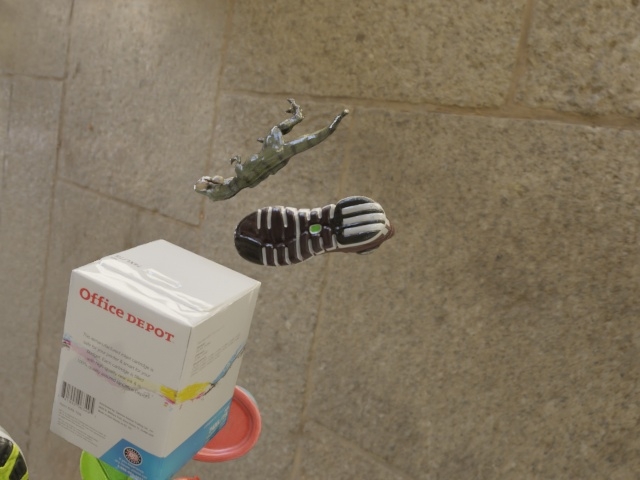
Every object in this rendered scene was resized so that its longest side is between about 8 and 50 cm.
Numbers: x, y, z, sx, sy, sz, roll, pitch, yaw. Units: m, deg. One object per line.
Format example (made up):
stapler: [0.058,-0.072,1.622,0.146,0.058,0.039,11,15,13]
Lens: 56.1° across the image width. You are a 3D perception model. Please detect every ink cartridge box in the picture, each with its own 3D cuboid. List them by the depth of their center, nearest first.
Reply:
ink cartridge box: [-0.242,0.170,0.892,0.198,0.197,0.269,22,110,17]

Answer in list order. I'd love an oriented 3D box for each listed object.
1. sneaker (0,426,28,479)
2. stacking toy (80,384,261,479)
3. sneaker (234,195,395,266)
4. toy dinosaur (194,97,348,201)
sneaker: [-0.533,0.444,0.982,0.147,0.145,0.384,30,120,46]
stacking toy: [-0.277,0.387,1.145,0.308,0.280,0.130,-61,6,-9]
sneaker: [0.000,0.000,1.059,0.282,0.162,0.106,-5,77,25]
toy dinosaur: [-0.063,-0.139,0.879,0.268,0.064,0.118,-28,33,25]
